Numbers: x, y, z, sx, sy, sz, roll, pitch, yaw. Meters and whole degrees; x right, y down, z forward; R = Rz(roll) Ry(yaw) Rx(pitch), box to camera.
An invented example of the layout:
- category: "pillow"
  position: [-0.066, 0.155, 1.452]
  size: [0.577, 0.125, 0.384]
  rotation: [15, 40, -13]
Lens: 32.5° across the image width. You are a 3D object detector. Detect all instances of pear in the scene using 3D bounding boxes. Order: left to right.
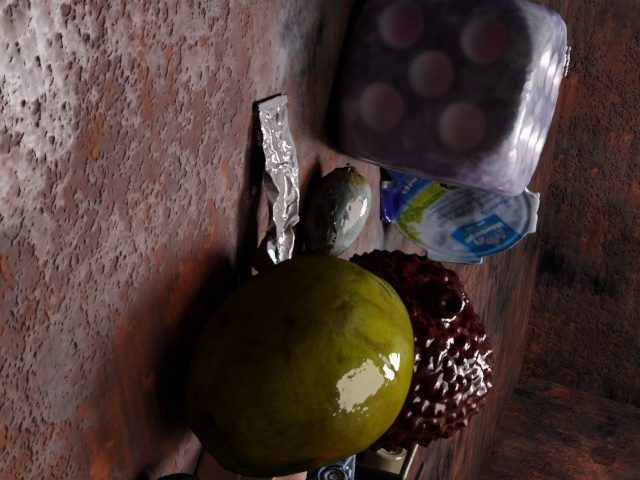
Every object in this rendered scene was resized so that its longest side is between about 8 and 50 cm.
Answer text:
- category: "pear"
  position: [-0.018, 0.150, 1.305]
  size: [0.321, 0.269, 0.269]
  rotation: [-33, 138, -39]

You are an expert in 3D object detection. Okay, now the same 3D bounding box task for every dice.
- category: "dice"
  position: [0.192, -0.220, 1.586]
  size: [0.270, 0.271, 0.270]
  rotation: [5, 100, -71]

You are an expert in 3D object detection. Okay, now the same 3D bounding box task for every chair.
- category: "chair"
  position: [0.071, 0.428, 1.899]
  size: [0.166, 0.188, 0.272]
  rotation: [85, 24, -45]

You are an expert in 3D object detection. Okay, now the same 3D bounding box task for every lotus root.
- category: "lotus root"
  position: [0.019, -0.028, 1.542]
  size: [0.165, 0.088, 0.088]
  rotation: [-68, 162, 1]

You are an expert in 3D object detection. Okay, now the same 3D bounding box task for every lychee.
- category: "lychee"
  position: [0.100, 0.160, 1.588]
  size: [0.330, 0.306, 0.306]
  rotation: [-46, 180, 35]

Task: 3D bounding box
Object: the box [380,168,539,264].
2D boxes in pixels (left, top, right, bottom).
- category: "box"
  position: [0.232, -0.128, 1.926]
  size: [0.262, 0.291, 0.206]
  rotation: [-37, -151, 40]

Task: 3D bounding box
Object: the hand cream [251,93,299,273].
- category: "hand cream"
  position: [-0.058, -0.052, 1.357]
  size: [0.084, 0.050, 0.257]
  rotation: [-35, 134, -58]

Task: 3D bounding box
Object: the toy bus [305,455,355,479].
- category: "toy bus"
  position: [-0.052, 0.416, 1.608]
  size: [0.297, 0.131, 0.106]
  rotation: [-52, 151, -51]

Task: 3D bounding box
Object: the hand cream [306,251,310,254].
- category: "hand cream"
  position: [0.000, 0.000, 1.606]
  size: [0.030, 0.019, 0.093]
  rotation: [80, 28, -51]

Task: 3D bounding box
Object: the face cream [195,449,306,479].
- category: "face cream"
  position: [-0.090, 0.314, 1.454]
  size: [0.149, 0.104, 0.149]
  rotation: [16, 90, -72]

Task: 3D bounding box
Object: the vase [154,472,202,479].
- category: "vase"
  position: [-0.128, 0.338, 1.241]
  size: [0.120, 0.183, 0.120]
  rotation: [17, 90, -72]

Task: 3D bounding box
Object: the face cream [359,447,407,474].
- category: "face cream"
  position: [0.093, 0.550, 2.236]
  size: [0.137, 0.084, 0.341]
  rotation: [-37, 147, -58]
